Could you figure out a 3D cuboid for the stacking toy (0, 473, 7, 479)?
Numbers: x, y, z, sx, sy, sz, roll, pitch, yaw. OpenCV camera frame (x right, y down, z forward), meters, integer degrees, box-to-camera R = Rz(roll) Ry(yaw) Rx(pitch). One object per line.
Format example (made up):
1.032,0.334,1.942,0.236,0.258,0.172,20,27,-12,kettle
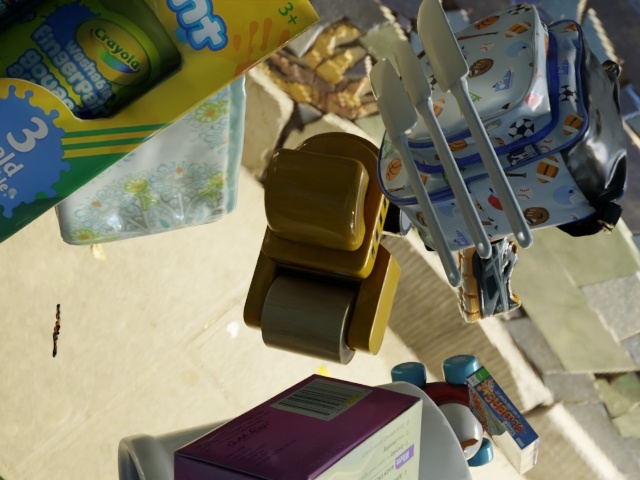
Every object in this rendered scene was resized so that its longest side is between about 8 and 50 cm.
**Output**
-0.428,0.450,1.183,0.309,0.130,0.279,-38,120,-28,stacking toy

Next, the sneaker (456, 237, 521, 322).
0.228,0.005,1.325,0.083,0.084,0.214,-4,104,-2,sneaker

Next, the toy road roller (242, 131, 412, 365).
0.000,0.000,1.416,0.203,0.240,0.329,11,78,19,toy road roller

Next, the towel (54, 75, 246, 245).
-0.293,-0.142,1.632,0.321,0.374,0.090,-10,53,-17,towel

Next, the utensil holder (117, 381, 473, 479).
-0.032,0.368,1.234,0.386,0.327,0.327,-10,73,-19,utensil holder

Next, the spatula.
0.113,-0.084,0.895,0.019,0.168,0.242,-15,76,-28,spatula

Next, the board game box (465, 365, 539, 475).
0.284,0.284,1.512,0.035,0.201,0.136,-34,64,-5,board game box

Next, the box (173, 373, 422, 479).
-0.015,0.265,0.819,0.213,0.117,0.242,-19,114,-58,box

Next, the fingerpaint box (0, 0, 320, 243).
-0.280,-0.268,0.813,0.371,0.163,0.444,-35,108,-6,fingerpaint box

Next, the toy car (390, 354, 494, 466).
0.234,0.365,1.883,0.210,0.238,0.219,-9,99,10,toy car

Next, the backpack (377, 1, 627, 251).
0.189,-0.114,1.088,0.213,0.263,0.276,44,38,-23,backpack

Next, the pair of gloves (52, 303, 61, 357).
-0.446,0.152,1.635,0.010,0.083,0.074,4,31,-17,pair of gloves
